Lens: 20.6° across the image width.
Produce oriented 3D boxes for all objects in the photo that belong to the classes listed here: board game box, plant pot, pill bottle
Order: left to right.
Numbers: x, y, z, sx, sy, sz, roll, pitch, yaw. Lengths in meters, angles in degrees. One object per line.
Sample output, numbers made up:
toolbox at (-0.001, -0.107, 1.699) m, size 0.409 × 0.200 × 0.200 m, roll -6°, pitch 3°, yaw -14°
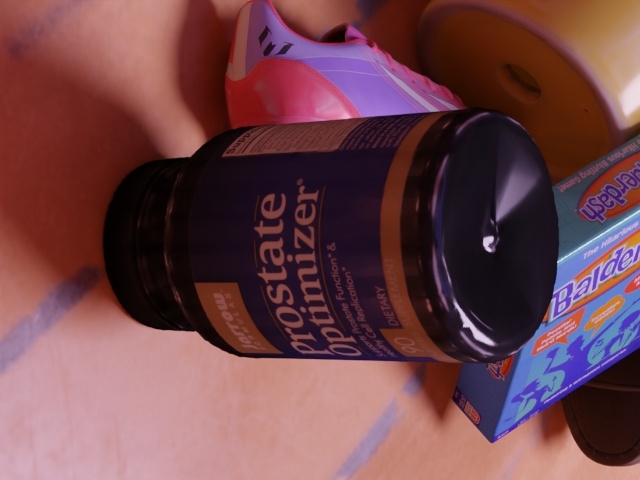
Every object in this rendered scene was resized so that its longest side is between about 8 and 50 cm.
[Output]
pill bottle at (0.000, 0.000, 0.894) m, size 0.123 × 0.219 × 0.123 m, roll 4°, pitch 85°, yaw -52°
board game box at (0.170, 0.025, 1.122) m, size 0.160 × 0.047 × 0.210 m, roll -30°, pitch 152°, yaw -22°
plant pot at (0.195, -0.172, 1.157) m, size 0.239 × 0.254 × 0.254 m, roll -47°, pitch 126°, yaw -23°

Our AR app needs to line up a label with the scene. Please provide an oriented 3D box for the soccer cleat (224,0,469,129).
soccer cleat at (0.036, -0.083, 1.065) m, size 0.248 × 0.083 × 0.095 m, roll 4°, pitch 81°, yaw -50°

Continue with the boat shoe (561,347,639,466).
boat shoe at (0.247, 0.016, 1.304) m, size 0.104 × 0.110 × 0.307 m, roll 15°, pitch 77°, yaw -50°
